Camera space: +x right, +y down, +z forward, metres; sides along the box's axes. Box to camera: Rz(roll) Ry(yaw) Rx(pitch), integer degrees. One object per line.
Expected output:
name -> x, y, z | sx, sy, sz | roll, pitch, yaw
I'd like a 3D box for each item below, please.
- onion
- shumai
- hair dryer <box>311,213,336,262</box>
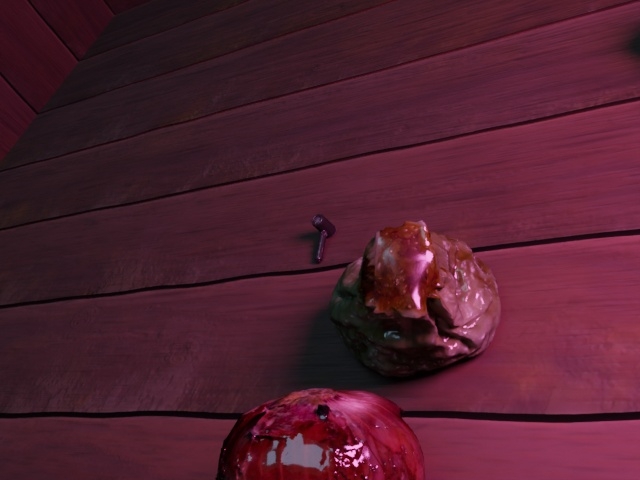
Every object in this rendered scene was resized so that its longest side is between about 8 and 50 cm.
onion -> 0.002, 0.283, 0.974 | 0.252, 0.252, 0.219 | 5, 96, 43
shumai -> 0.101, 0.053, 1.139 | 0.260, 0.222, 0.225 | 4, 54, 48
hair dryer -> 0.000, 0.000, 1.438 | 0.026, 0.047, 0.083 | -7, 59, 35
